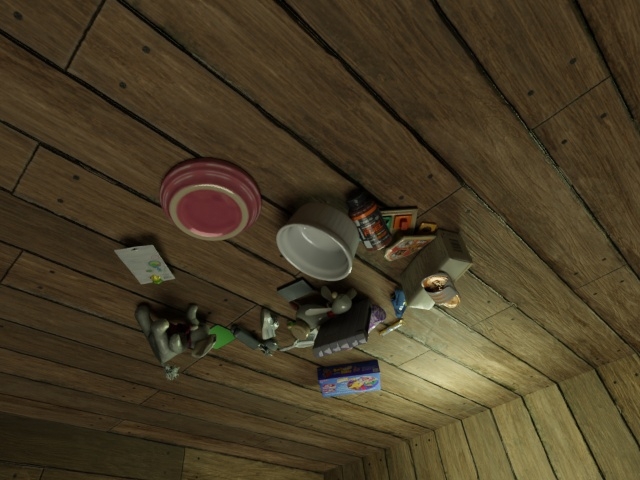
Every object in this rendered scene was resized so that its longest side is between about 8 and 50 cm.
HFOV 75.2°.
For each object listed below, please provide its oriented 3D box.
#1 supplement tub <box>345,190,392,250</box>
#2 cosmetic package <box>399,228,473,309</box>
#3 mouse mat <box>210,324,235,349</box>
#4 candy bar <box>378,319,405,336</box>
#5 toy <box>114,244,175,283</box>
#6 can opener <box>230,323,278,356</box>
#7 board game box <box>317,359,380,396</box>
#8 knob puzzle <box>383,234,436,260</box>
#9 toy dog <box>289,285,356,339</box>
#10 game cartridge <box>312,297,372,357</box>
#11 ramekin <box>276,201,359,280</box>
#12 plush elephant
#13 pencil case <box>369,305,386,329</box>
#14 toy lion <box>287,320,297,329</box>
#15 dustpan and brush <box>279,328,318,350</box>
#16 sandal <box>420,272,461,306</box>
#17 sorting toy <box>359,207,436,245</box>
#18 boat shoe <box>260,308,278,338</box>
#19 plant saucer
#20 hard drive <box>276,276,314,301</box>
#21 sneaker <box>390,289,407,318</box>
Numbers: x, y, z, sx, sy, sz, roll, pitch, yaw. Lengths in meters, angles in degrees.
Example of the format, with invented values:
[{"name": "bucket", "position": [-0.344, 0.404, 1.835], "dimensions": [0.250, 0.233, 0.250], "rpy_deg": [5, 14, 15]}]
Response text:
[{"name": "supplement tub", "position": [0.162, -0.068, 1.430], "dimensions": [0.105, 0.106, 0.198], "rpy_deg": [-25, 108, 19]}, {"name": "cosmetic package", "position": [0.450, 0.120, 1.655], "dimensions": [0.113, 0.160, 0.310], "rpy_deg": [11, 135, -18]}, {"name": "mouse mat", "position": [-0.503, 0.472, 2.022], "dimensions": [0.189, 0.007, 0.152], "rpy_deg": [-32, 131, 26]}, {"name": "candy bar", "position": [0.357, 0.438, 2.080], "dimensions": [0.040, 0.018, 0.161], "rpy_deg": [31, 124, -33]}, {"name": "toy", "position": [-0.649, 0.078, 1.556], "dimensions": [0.136, 0.056, 0.237], "rpy_deg": [-9, 142, -3]}, {"name": "can opener", "position": [-0.312, 0.475, 2.019], "dimensions": [0.095, 0.076, 0.283], "rpy_deg": [-47, 130, -5]}, {"name": "board game box", "position": [0.167, 0.797, 2.390], "dimensions": [0.346, 0.078, 0.234], "rpy_deg": [-8, 137, 2]}, {"name": "knob puzzle", "position": [0.329, 0.039, 1.603], "dimensions": [0.212, 0.030, 0.213], "rpy_deg": [-16, 157, -7]}, {"name": "toy dog", "position": [-0.019, 0.280, 1.772], "dimensions": [0.333, 0.220, 0.161], "rpy_deg": [-40, 95, 22]}, {"name": "game cartridge", "position": [0.100, 0.364, 1.756], "dimensions": [0.230, 0.355, 0.068], "rpy_deg": [-25, 98, 16]}, {"name": "ramekin", "position": [0.000, 0.000, 1.426], "dimensions": [0.276, 0.135, 0.277], "rpy_deg": [19, 143, 15]}, {"name": "plush elephant", "position": [-0.589, 0.399, 1.782], "dimensions": [0.271, 0.255, 0.331], "rpy_deg": [2, 114, 51]}, {"name": "pencil case", "position": [0.229, 0.392, 1.966], "dimensions": [0.086, 0.088, 0.206], "rpy_deg": [18, 132, -21]}, {"name": "toy lion", "position": [-0.106, 0.414, 1.993], "dimensions": [0.099, 0.034, 0.096], "rpy_deg": [-6, 144, 0]}, {"name": "dustpan and brush", "position": [-0.103, 0.503, 2.054], "dimensions": [0.210, 0.061, 0.147], "rpy_deg": [-12, 146, 11]}, {"name": "sandal", "position": [0.479, 0.209, 1.582], "dimensions": [0.101, 0.076, 0.265], "rpy_deg": [-31, 132, 23]}, {"name": "sorting toy", "position": [0.267, -0.037, 1.548], "dimensions": [0.346, 0.047, 0.196], "rpy_deg": [-4, 137, -3]}, {"name": "boat shoe", "position": [-0.232, 0.381, 1.916], "dimensions": [0.081, 0.079, 0.228], "rpy_deg": [-7, 142, -13]}, {"name": "plant saucer", "position": [-0.361, -0.112, 1.369], "dimensions": [0.331, 0.084, 0.333], "rpy_deg": [-3, 136, -3]}, {"name": "hard drive", "position": [-0.106, 0.211, 1.782], "dimensions": [0.135, 0.022, 0.094], "rpy_deg": [-26, 133, 19]}, {"name": "sneaker", "position": [0.358, 0.284, 1.896], "dimensions": [0.082, 0.069, 0.209], "rpy_deg": [23, 149, 16]}]
